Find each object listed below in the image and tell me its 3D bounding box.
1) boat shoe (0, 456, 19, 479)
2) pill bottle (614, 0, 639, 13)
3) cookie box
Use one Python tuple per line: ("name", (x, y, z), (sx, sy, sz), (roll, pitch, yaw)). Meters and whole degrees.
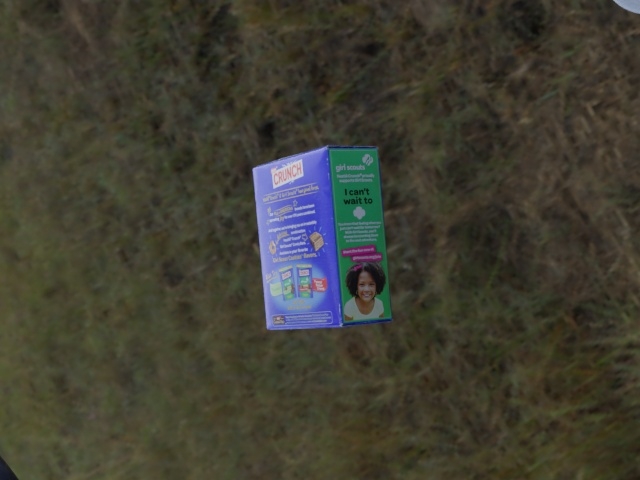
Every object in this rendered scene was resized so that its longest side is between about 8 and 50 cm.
("boat shoe", (-0.133, 0.185, 0.386), (0.340, 0.158, 0.127), (51, 119, 34))
("pill bottle", (0.372, -0.339, 1.270), (0.187, 0.112, 0.112), (-72, -27, -57))
("cookie box", (0.000, 0.000, 0.697), (0.092, 0.040, 0.107), (-8, 86, 57))
